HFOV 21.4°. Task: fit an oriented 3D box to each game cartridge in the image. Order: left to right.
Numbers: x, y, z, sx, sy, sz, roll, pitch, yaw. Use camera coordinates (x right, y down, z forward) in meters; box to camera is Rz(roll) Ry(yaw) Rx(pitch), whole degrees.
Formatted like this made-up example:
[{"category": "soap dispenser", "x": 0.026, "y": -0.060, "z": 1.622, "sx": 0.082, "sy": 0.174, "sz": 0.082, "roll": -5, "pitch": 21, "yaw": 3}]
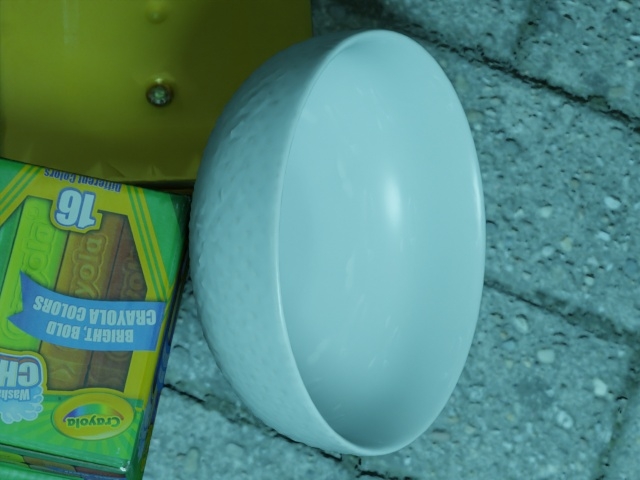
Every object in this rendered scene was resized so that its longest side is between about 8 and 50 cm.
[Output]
[{"category": "game cartridge", "x": -0.149, "y": -0.195, "z": 1.524, "sx": 0.285, "sy": 0.052, "sz": 0.323, "roll": -2, "pitch": 72, "yaw": -7}]

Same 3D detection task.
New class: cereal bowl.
[{"category": "cereal bowl", "x": 0.000, "y": 0.000, "z": 1.372, "sx": 0.141, "sy": 0.339, "sz": 0.339, "roll": 2, "pitch": 70, "yaw": 33}]

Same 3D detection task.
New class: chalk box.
[{"category": "chalk box", "x": -0.217, "y": 0.104, "z": 1.358, "sx": 0.180, "sy": 0.179, "sz": 0.288, "roll": 11, "pitch": 73, "yaw": -1}]
